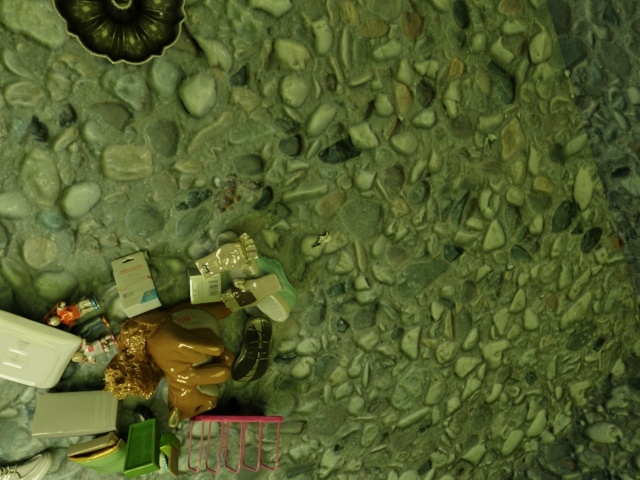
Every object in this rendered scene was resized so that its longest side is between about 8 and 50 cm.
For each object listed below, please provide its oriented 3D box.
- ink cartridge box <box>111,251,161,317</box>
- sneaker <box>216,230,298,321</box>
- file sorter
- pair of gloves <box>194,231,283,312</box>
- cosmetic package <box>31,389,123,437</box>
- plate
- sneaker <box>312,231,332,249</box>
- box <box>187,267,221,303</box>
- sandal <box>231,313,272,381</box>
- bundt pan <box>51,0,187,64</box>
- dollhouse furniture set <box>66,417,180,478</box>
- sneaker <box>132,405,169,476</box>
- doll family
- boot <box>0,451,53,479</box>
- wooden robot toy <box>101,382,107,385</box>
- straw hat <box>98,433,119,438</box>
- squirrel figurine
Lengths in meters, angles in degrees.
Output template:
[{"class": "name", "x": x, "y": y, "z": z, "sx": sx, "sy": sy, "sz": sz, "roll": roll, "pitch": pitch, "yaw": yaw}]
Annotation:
[{"class": "ink cartridge box", "x": -0.576, "y": 0.135, "z": 1.461, "sx": 0.104, "sy": 0.181, "sz": 0.062, "roll": -20, "pitch": 152, "yaw": -16}, {"class": "sneaker", "x": -0.212, "y": 0.103, "z": 1.617, "sx": 0.366, "sy": 0.135, "sz": 0.150, "roll": 56, "pitch": 38, "yaw": -14}, {"class": "file sorter", "x": -0.307, "y": 0.713, "z": 1.649, "sx": 0.290, "sy": 0.202, "sz": 0.182, "roll": 10, "pitch": 68, "yaw": -24}, {"class": "pair of gloves", "x": -0.257, "y": 0.110, "z": 1.503, "sx": 0.204, "sy": 0.042, "sz": 0.240, "roll": -29, "pitch": 111, "yaw": 9}, {"class": "cosmetic package", "x": -0.761, "y": 0.548, "z": 1.475, "sx": 0.237, "sy": 0.127, "sz": 0.107, "roll": 2, "pitch": 149, "yaw": -14}, {"class": "plate", "x": -0.885, "y": 0.332, "z": 1.367, "sx": 0.277, "sy": 0.045, "sz": 0.278, "roll": 28, "pitch": 119, "yaw": -23}, {"class": "sneaker", "x": 0.000, "y": 0.000, "z": 1.706, "sx": 0.083, "sy": 0.032, "sz": 0.037, "roll": -35, "pitch": 101, "yaw": -15}, {"class": "box", "x": -0.387, "y": 0.146, "z": 1.556, "sx": 0.102, "sy": 0.087, "sz": 0.101, "roll": -4, "pitch": 106, "yaw": -20}, {"class": "sandal", "x": -0.238, "y": 0.386, "z": 1.678, "sx": 0.120, "sy": 0.086, "sz": 0.303, "roll": 12, "pitch": 111, "yaw": -18}, {"class": "bundt pan", "x": -0.534, "y": -0.641, "z": 1.257, "sx": 0.330, "sy": 0.124, "sz": 0.331, "roll": -6, "pitch": 108, "yaw": -20}, {"class": "dollhouse furniture set", "x": -0.615, "y": 0.703, "z": 1.457, "sx": 0.301, "sy": 0.151, "sz": 0.198, "roll": -16, "pitch": 133, "yaw": -1}, {"class": "sneaker", "x": -0.612, "y": 0.708, "z": 1.615, "sx": 0.122, "sy": 0.110, "sz": 0.283, "roll": -16, "pitch": 110, "yaw": -14}, {"class": "doll family", "x": -0.753, "y": 0.264, "z": 1.446, "sx": 0.163, "sy": 0.118, "sz": 0.263, "roll": -24, "pitch": 130, "yaw": -21}, {"class": "boot", "x": -0.991, "y": 0.753, "z": 1.480, "sx": 0.258, "sy": 0.095, "sz": 0.123, "roll": -41, "pitch": 122, "yaw": -6}, {"class": "wooden robot toy", "x": -0.662, "y": 0.449, "z": 1.536, "sx": 0.076, "sy": 0.079, "sz": 0.173, "roll": 24, "pitch": 96, "yaw": -25}, {"class": "straw hat", "x": -0.717, "y": 0.669, "z": 1.581, "sx": 0.144, "sy": 0.144, "sz": 0.061, "roll": 19, "pitch": 59, "yaw": -25}, {"class": "squirrel figurine", "x": -0.483, "y": 0.408, "z": 1.528, "sx": 0.396, "sy": 0.281, "sz": 0.371, "roll": 5, "pitch": 114, "yaw": -13}]
